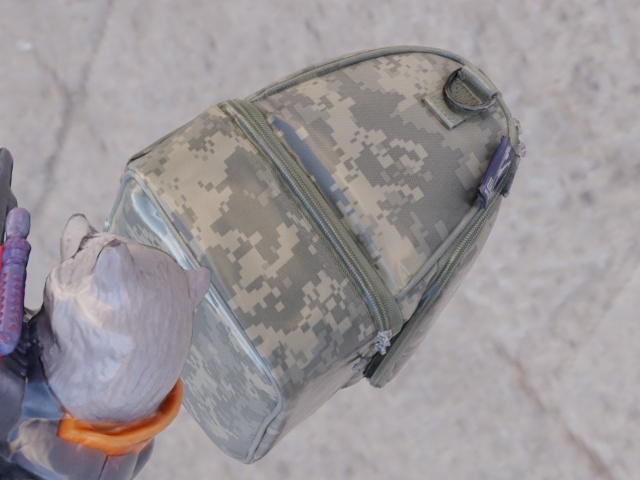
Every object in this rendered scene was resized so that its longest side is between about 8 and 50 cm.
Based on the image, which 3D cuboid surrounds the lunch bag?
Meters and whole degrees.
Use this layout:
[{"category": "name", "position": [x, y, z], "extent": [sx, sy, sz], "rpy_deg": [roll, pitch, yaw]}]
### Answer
[{"category": "lunch bag", "position": [0.000, 0.000, 1.328], "extent": [0.212, 0.256, 0.305], "rpy_deg": [52, 161, 9]}]

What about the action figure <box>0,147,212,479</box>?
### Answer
[{"category": "action figure", "position": [-0.177, 0.076, 0.909], "extent": [0.330, 0.178, 0.341], "rpy_deg": [-34, 36, 35]}]
